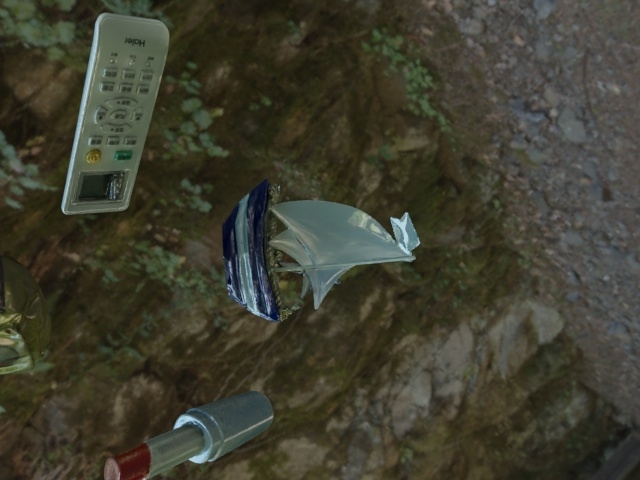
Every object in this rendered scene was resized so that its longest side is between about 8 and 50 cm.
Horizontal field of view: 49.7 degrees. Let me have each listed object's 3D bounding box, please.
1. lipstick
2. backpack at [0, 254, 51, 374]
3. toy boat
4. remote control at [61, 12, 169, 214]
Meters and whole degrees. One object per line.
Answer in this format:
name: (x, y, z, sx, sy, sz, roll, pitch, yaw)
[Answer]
lipstick: (-0.156, 0.242, 0.843, 0.068, 0.061, 0.274, 34, -162, 24)
backpack: (-0.473, 0.095, 0.850, 0.207, 0.254, 0.139, 111, 149, -59)
toy boat: (-0.013, 0.027, 1.014, 0.292, 0.210, 0.070, 16, 165, 9)
remote control: (-0.290, -0.168, 0.957, 0.103, 0.293, 0.051, -7, -143, -43)
